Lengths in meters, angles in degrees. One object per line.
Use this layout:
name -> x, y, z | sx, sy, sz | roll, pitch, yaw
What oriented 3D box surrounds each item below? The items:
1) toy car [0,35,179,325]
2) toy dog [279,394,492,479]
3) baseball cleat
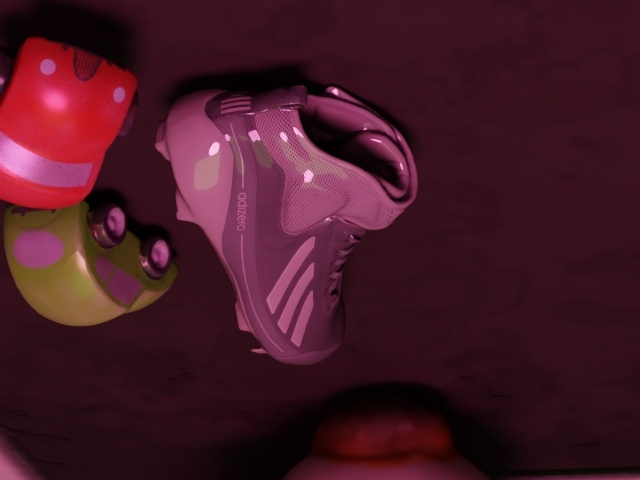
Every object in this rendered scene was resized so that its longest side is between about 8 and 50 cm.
toy car -> -0.144, -0.007, 0.754 | 0.239, 0.053, 0.225 | -6, 154, 29
toy dog -> 0.061, 0.282, 1.052 | 0.395, 0.285, 0.408 | -7, 148, 16
baseball cleat -> 0.000, 0.000, 0.753 | 0.109, 0.072, 0.206 | -6, 151, 17
